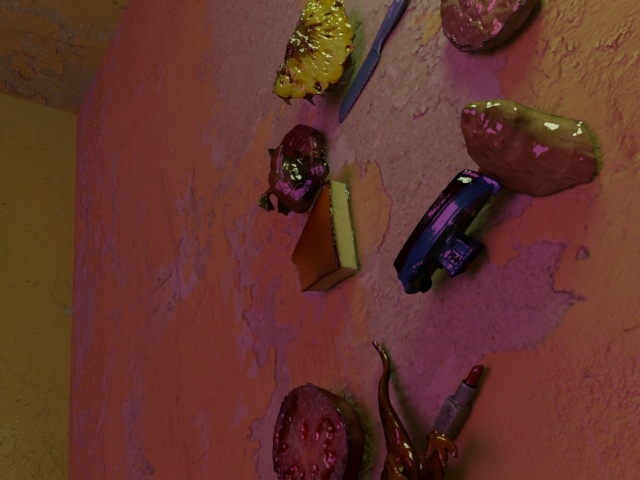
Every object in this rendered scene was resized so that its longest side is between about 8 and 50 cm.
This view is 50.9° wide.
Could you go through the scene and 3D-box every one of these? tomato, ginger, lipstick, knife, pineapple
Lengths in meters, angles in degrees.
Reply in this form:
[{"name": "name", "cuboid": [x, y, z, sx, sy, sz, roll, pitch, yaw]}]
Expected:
[{"name": "tomato", "cuboid": [0.005, 0.364, 1.180, 0.225, 0.084, 0.225, -20, 64, 49]}, {"name": "ginger", "cuboid": [0.276, -0.137, 0.912, 0.193, 0.122, 0.115, 14, 79, 50]}, {"name": "lipstick", "cuboid": [0.204, 0.230, 0.971, 0.030, 0.030, 0.129, 49, 120, 52]}, {"name": "knife", "cuboid": [0.107, -0.369, 1.334, 0.313, 0.019, 0.045, -60, 39, 29]}, {"name": "pineapple", "cuboid": [0.009, -0.379, 1.427, 0.164, 0.139, 0.250, 69, -138, -75]}]

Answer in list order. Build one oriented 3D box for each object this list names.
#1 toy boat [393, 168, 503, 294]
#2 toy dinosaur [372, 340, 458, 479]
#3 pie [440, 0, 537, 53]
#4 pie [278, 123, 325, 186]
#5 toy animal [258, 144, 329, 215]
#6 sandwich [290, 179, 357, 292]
[{"name": "toy boat", "cuboid": [0.196, -0.003, 1.003, 0.097, 0.100, 0.223, 45, 122, 22]}, {"name": "toy dinosaur", "cuboid": [0.131, 0.321, 0.973, 0.208, 0.097, 0.433, 92, 177, -63]}, {"name": "pie", "cuboid": [0.257, -0.396, 1.075, 0.185, 0.052, 0.218, -35, 54, 45]}, {"name": "pie", "cuboid": [-0.052, -0.166, 1.474, 0.182, 0.049, 0.183, -23, 63, 54]}, {"name": "toy animal", "cuboid": [-0.056, -0.140, 1.369, 0.179, 0.089, 0.188, -43, 56, 37]}, {"name": "sandwich", "cuboid": [0.000, 0.000, 1.332, 0.162, 0.058, 0.193, -36, 50, 47]}]
